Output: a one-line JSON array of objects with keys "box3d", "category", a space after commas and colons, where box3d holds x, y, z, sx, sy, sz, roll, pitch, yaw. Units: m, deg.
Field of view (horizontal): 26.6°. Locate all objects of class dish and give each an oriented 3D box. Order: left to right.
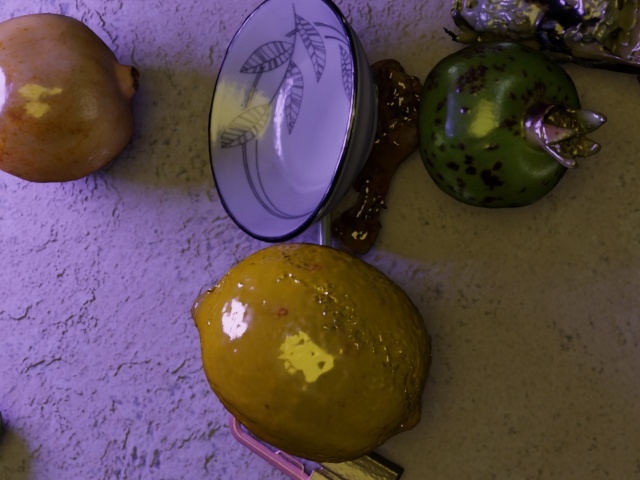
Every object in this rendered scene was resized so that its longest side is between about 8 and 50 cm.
[{"box3d": [-0.015, -0.150, 1.682, 0.316, 0.106, 0.316, -12, 74, 52], "category": "dish"}]

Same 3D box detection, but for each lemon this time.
[{"box3d": [-0.013, 0.132, 1.631, 0.310, 0.258, 0.257, 26, 92, 9], "category": "lemon"}]

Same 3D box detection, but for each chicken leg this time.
[{"box3d": [0.072, -0.106, 1.723, 0.107, 0.087, 0.251, 19, 97, 34], "category": "chicken leg"}]

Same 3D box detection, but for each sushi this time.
[{"box3d": [0.295, -0.288, 1.654, 0.291, 0.131, 0.139, 15, 90, 34], "category": "sushi"}]

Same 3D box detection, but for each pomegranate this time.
[{"box3d": [-0.351, -0.178, 1.741, 0.233, 0.233, 0.233, -1, 87, 11], "category": "pomegranate"}, {"box3d": [0.229, -0.138, 1.613, 0.211, 0.263, 0.211, -2, 94, -30], "category": "pomegranate"}]

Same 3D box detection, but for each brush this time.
[{"box3d": [-0.018, 0.278, 1.733, 0.233, 0.047, 0.103, 31, 93, 12], "category": "brush"}]

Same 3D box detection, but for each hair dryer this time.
[{"box3d": [0.000, 0.000, 1.753, 0.063, 0.038, 0.124, -3, 81, 11], "category": "hair dryer"}]

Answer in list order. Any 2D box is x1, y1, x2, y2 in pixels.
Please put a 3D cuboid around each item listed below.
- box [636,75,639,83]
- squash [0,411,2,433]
[{"box3d": [0.497, -0.146, 1.642, 0.120, 0.069, 0.224, -38, 81, 6], "category": "box"}, {"box3d": [-0.573, 0.340, 1.814, 0.379, 0.101, 0.101, -38, 81, 3], "category": "squash"}]
